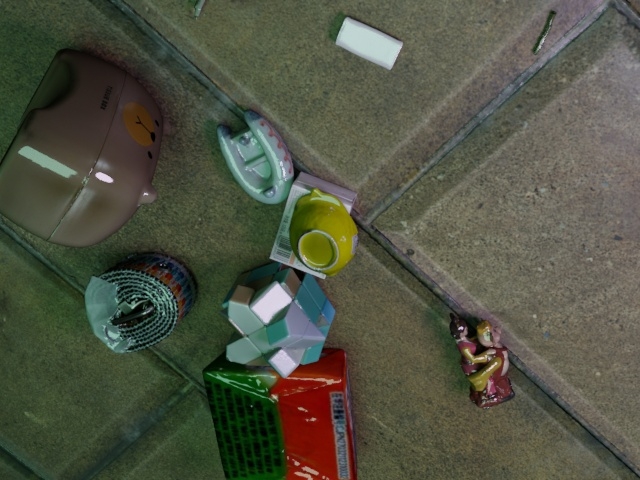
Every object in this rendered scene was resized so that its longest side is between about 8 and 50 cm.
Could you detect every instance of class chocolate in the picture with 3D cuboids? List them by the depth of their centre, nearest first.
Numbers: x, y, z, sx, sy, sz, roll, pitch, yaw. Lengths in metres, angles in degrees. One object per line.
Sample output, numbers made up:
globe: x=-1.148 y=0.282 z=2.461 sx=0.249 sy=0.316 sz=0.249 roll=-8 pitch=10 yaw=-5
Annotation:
chocolate: x=-0.081 y=0.428 z=1.935 sx=0.341 sy=0.161 sz=0.360 roll=0 pitch=118 yaw=14

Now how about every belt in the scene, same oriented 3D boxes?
belt: x=-0.430 y=0.142 z=1.878 sx=0.257 sy=0.150 sz=0.207 roll=-18 pitch=103 yaw=21

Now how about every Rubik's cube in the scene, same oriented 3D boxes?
Rubik's cube: x=-0.103 y=0.189 z=1.775 sx=0.224 sy=0.213 sz=0.265 roll=-22 pitch=115 yaw=27

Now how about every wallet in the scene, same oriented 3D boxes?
wallet: x=0.093 y=-0.381 z=1.538 sx=0.122 sy=0.025 sz=0.061 roll=25 pitch=122 yaw=1

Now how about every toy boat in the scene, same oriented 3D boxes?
toy boat: x=-0.135 y=-0.167 z=1.680 sx=0.134 sy=0.079 sz=0.208 roll=-22 pitch=108 yaw=21

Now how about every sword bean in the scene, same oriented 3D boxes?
sword bean: x=0.413 y=-0.380 z=1.466 sx=0.012 sy=0.012 sz=0.083 roll=21 pitch=120 yaw=3

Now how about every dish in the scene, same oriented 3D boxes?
dish: x=0.000 y=0.000 z=1.645 sx=0.148 sy=0.080 sz=0.208 roll=-6 pitch=117 yaw=15

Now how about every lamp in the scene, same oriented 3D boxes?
lamp: x=0.356 y=0.251 z=1.759 sx=0.118 sy=0.118 sz=0.253 roll=-10 pitch=115 yaw=19

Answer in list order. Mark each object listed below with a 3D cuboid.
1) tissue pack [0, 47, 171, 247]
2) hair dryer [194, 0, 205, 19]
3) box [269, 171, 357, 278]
tissue pack: x=-0.466 y=-0.176 z=1.583 sx=0.276 sy=0.387 sz=0.267 roll=31 pitch=122 yaw=-24
hair dryer: x=-0.128 y=-0.530 z=1.501 sx=0.229 sy=0.092 sz=0.267 roll=9 pitch=133 yaw=2
box: x=-0.017 y=-0.032 z=1.721 sx=0.135 sy=0.081 sz=0.199 roll=21 pitch=122 yaw=2
